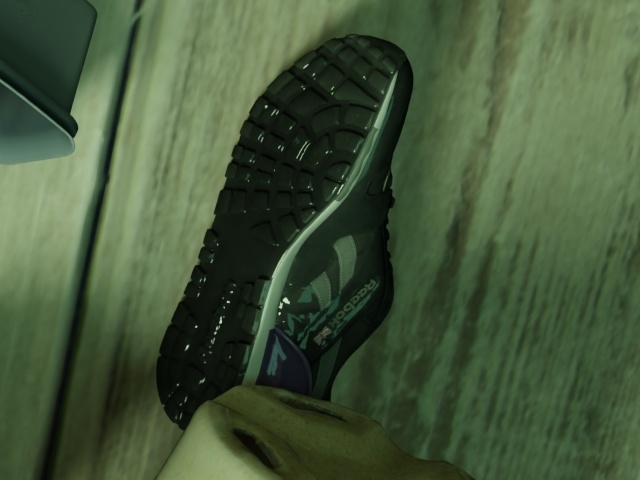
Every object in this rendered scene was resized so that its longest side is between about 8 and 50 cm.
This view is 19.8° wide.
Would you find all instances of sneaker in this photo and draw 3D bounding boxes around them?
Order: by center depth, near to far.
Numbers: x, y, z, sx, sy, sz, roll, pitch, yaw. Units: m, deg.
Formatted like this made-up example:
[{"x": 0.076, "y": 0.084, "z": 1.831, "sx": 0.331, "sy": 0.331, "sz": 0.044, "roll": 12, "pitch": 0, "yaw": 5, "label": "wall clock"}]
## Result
[{"x": 0.000, "y": 0.000, "z": 1.204, "sx": 0.124, "sy": 0.107, "sz": 0.283, "roll": 12, "pitch": 112, "yaw": -43, "label": "sneaker"}]

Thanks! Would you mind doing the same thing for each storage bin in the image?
[{"x": -0.192, "y": -0.116, "z": 1.021, "sx": 0.135, "sy": 0.098, "sz": 0.091, "roll": 41, "pitch": 56, "yaw": -39, "label": "storage bin"}]

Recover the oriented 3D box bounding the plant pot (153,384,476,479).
[{"x": -0.032, "y": 0.270, "z": 1.114, "sx": 0.334, "sy": 0.334, "sz": 0.305, "roll": 15, "pitch": 106, "yaw": -39, "label": "plant pot"}]
